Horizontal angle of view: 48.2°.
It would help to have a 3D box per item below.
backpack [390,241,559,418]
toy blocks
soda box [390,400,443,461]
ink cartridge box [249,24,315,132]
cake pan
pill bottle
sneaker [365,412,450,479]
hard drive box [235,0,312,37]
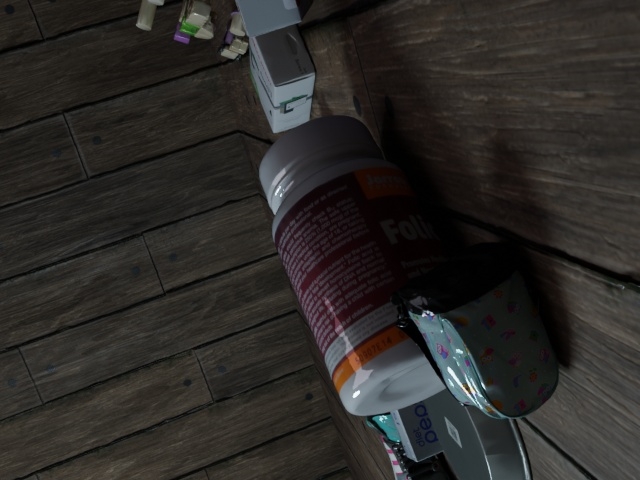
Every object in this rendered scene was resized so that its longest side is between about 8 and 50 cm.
[{"bbox_3d":[0.181,0.110,0.798,0.182,0.151,0.115,66,167,-10],"label":"backpack"},{"bbox_3d":[-0.305,-0.676,1.896,0.288,0.308,0.260,177,106,-68],"label":"toy blocks"},{"bbox_3d":[0.158,0.250,1.319,0.091,0.098,0.287,112,138,-78],"label":"soda box"},{"bbox_3d":[-0.084,-0.350,1.502,0.219,0.092,0.160,102,147,-73],"label":"ink cartridge box"},{"bbox_3d":[0.230,0.286,1.122,0.293,0.054,0.293,160,90,-81],"label":"cake pan"},{"bbox_3d":[0.064,0.026,1.027,0.224,0.224,0.392,88,160,-61],"label":"pill bottle"},{"bbox_3d":[0.183,0.419,1.483,0.296,0.123,0.178,61,176,49],"label":"sneaker"},{"bbox_3d":[-0.085,-0.434,1.123,0.232,0.089,0.181,-81,-24,-64],"label":"hard drive box"}]
